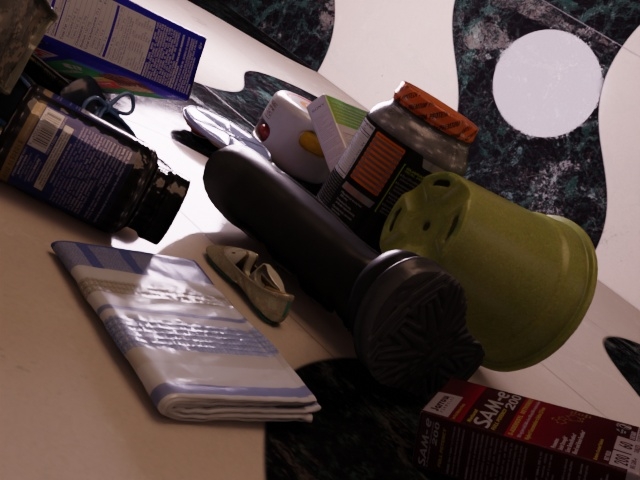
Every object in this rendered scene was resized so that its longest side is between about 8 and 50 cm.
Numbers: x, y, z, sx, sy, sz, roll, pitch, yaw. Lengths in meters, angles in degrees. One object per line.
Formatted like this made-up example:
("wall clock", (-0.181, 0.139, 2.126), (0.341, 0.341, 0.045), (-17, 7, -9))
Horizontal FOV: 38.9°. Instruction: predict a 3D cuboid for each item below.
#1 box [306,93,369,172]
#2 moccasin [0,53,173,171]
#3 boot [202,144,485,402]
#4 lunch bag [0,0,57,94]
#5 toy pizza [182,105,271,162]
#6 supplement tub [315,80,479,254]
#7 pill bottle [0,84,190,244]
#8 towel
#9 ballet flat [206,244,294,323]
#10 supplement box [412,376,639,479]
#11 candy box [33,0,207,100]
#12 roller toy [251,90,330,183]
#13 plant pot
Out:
("box", (0.104, -0.126, 1.827), (0.232, 0.058, 0.322), (10, 56, -54))
("moccasin", (-0.347, -0.177, 1.243), (0.341, 0.117, 0.138), (31, 16, -5))
("boot", (0.000, 0.001, 1.210), (0.445, 0.146, 0.367), (46, -6, 30))
("lunch bag", (-0.495, -0.340, 1.101), (0.235, 0.169, 0.287), (21, -17, 12))
("toy pizza", (-0.187, -0.200, 1.787), (0.201, 0.032, 0.201), (31, 16, -10))
("supplement tub", (0.117, -0.095, 1.527), (0.193, 0.316, 0.193), (31, 16, -9))
("pill bottle", (-0.274, -0.084, 1.095), (0.219, 0.123, 0.123), (29, 16, -16))
("towel", (-0.147, 0.095, 0.965), (0.209, 0.034, 0.285), (12, 23, -46))
("ballet flat", (-0.089, 0.043, 1.196), (0.168, 0.052, 0.057), (43, 20, 33))
("supplement box", (0.239, 0.235, 1.030), (0.239, 0.073, 0.130), (12, 15, 22))
("candy box", (-0.393, -0.330, 1.450), (0.268, 0.122, 0.317), (13, -4, 44))
("roller toy", (-0.040, -0.226, 1.938), (0.191, 0.146, 0.209), (36, 16, 13))
("plant pot", (0.238, 0.029, 1.407), (0.253, 0.276, 0.276), (31, 14, -31))
